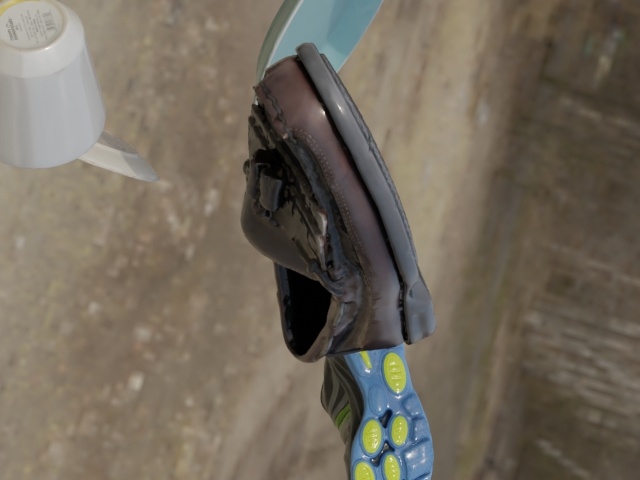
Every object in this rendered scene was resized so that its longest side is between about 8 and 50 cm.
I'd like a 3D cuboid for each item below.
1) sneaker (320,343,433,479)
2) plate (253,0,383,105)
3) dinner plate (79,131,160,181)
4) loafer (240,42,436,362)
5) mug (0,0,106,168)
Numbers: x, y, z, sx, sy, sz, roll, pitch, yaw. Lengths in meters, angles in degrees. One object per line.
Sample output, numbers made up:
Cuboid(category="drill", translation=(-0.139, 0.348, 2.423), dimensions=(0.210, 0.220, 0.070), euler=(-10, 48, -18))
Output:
Cuboid(category="sneaker", translation=(0.041, 0.134, 1.365), dimensions=(0.078, 0.067, 0.188), euler=(120, -37, -65))
Cuboid(category="plate", translation=(-0.001, -0.163, 1.303), dimensions=(0.188, 0.024, 0.188), euler=(-51, 167, -16))
Cuboid(category="dinner plate", translation=(-0.193, -0.082, 1.430), dimensions=(0.017, 0.141, 0.141), euler=(-65, 172, 8))
Cuboid(category="loafer", translation=(0.000, 0.000, 1.009), dimensions=(0.109, 0.095, 0.302), euler=(64, -1, 27))
Cuboid(category="mug", translation=(-0.133, -0.078, 0.780), dimensions=(0.062, 0.078, 0.064), euler=(-58, 165, -32))
